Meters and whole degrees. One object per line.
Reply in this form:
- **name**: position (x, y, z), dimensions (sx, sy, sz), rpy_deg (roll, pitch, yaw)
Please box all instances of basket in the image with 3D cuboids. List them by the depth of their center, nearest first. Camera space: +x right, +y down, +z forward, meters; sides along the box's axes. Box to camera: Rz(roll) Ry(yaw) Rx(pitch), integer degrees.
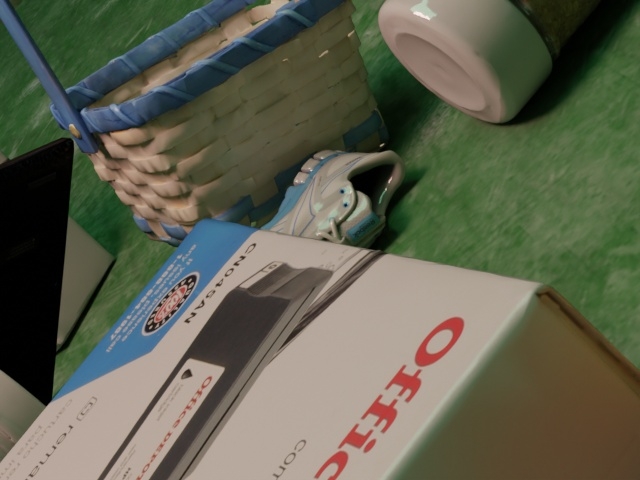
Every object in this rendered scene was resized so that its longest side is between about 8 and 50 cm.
- **basket**: position (-0.101, -0.151, 1.390), dimensions (0.255, 0.289, 0.201), rpy_deg (-31, 22, -24)

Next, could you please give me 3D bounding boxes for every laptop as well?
- **laptop**: position (-0.422, 0.107, 1.452), dimensions (0.382, 0.236, 0.408), rpy_deg (-30, -40, -47)

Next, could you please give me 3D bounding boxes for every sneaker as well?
- **sneaker**: position (0.000, 0.000, 1.286), dimensions (0.083, 0.071, 0.190), rpy_deg (-12, 39, 47)

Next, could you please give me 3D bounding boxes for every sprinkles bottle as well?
- **sprinkles bottle**: position (0.192, -0.249, 1.297), dimensions (0.355, 0.121, 0.121), rpy_deg (-50, 21, -12)

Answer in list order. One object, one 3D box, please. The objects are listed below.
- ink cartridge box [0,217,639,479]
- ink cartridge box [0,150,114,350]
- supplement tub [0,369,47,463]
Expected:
- **ink cartridge box**: position (-0.021, 0.154, 0.896), dimensions (0.285, 0.166, 0.395), rpy_deg (-51, 22, -12)
- **ink cartridge box**: position (-0.381, -0.009, 1.698), dimensions (0.223, 0.307, 0.129), rpy_deg (-27, 26, 42)
- **supplement tub**: position (-0.312, 0.225, 1.240), dimensions (0.316, 0.228, 0.228), rpy_deg (-53, 21, -16)
